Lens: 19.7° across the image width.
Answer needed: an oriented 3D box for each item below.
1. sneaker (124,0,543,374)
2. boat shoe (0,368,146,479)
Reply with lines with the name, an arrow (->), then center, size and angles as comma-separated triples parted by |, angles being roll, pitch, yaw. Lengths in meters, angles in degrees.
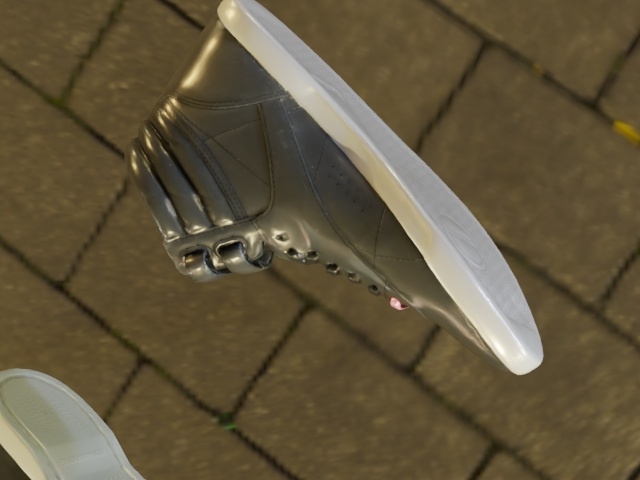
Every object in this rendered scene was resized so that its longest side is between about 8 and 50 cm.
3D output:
sneaker -> 0.000, 0.000, 1.141 | 0.147, 0.104, 0.296 | -45, 82, 14
boat shoe -> -0.153, 0.219, 1.284 | 0.302, 0.114, 0.091 | 50, 124, 36
